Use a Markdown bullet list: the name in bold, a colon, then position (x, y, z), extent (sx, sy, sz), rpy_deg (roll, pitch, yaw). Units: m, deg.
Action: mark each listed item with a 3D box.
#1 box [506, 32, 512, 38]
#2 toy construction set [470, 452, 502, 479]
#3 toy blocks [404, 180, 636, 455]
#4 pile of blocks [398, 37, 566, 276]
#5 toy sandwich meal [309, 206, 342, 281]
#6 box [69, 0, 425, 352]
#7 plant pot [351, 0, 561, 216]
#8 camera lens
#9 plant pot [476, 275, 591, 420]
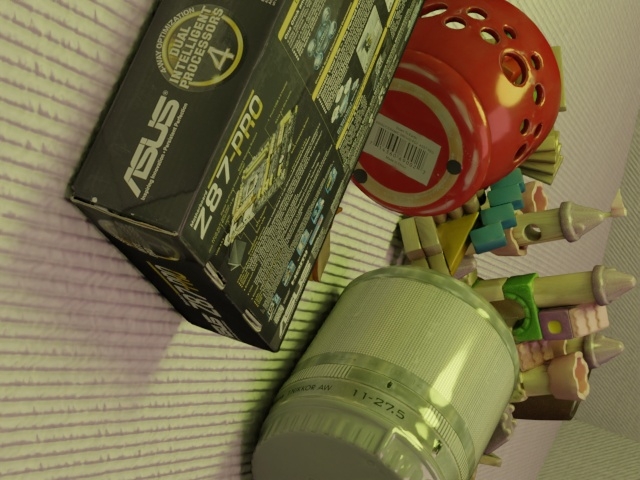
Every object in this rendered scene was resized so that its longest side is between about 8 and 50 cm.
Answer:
- **box**: position (0.252, -0.209, 2.131), extent (0.179, 0.043, 0.105), rpy_deg (88, 26, -49)
- **toy construction set**: position (0.274, 0.443, 2.543), extent (0.257, 0.309, 0.237), rpy_deg (38, 67, -82)
- **toy blocks**: position (0.290, 0.091, 2.051), extent (0.309, 0.260, 0.288), rpy_deg (-38, 117, -60)
- **pile of blocks**: position (0.208, -0.097, 1.921), extent (0.112, 0.149, 0.362), rpy_deg (52, 60, -72)
- **toy sandwich meal**: position (0.000, 0.000, 1.559), extent (0.085, 0.029, 0.085), rpy_deg (19, 90, -74)
- **box**: position (-0.025, -0.138, 1.198), extent (0.318, 0.097, 0.394), rpy_deg (62, 49, -71)
- **plant pot**: position (0.115, -0.129, 1.508), extent (0.174, 0.191, 0.191), rpy_deg (-40, 146, -51)
- **camera lens**: position (0.074, 0.178, 1.666), extent (0.219, 0.219, 0.274), rpy_deg (93, 22, -44)
- **plant pot**: position (0.283, 0.180, 2.341), extent (0.215, 0.230, 0.215), rpy_deg (19, 90, -75)
